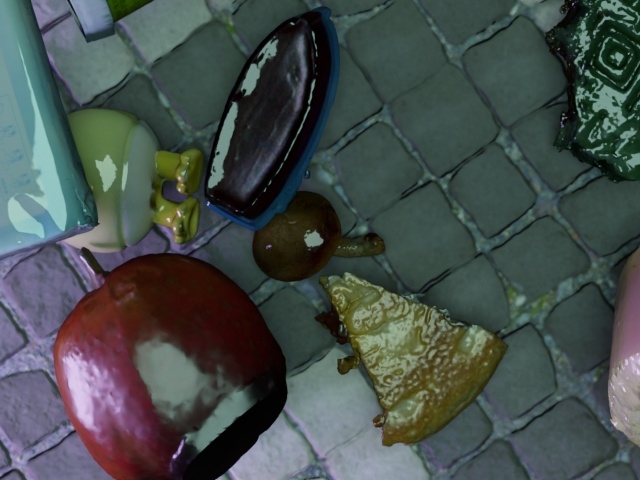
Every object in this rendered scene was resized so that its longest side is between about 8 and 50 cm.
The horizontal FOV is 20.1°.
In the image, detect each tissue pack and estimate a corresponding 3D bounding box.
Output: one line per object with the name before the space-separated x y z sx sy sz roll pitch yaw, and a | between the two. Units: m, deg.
tissue pack | -0.317 -0.108 1.627 0.177 0.089 0.263 -18 86 8

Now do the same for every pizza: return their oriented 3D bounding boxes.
pizza | 0.069 0.098 1.751 0.194 0.069 0.154 44 93 -7

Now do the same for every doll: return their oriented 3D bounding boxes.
doll | -0.258 -0.059 1.709 0.296 0.117 0.141 3 115 0

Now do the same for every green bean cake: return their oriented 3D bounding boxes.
green bean cake | 0.277 -0.174 1.706 0.193 0.107 0.208 32 97 -5

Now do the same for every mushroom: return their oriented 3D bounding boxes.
mushroom | -0.001 -0.006 1.742 0.129 0.073 0.088 -2 56 -6

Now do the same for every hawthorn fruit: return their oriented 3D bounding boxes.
hawthorn fruit | -0.153 0.112 1.688 0.215 0.215 0.250 -39 97 4

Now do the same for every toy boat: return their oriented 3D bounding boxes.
toy boat | -0.038 -0.118 1.716 0.100 0.097 0.223 25 97 12

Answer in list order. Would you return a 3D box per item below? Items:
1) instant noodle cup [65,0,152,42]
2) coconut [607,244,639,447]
instant noodle cup | -0.126 -0.360 1.616 0.308 0.294 0.294 -25 96 -4
coconut | 0.387 0.089 1.676 0.233 0.245 0.233 10 131 12
